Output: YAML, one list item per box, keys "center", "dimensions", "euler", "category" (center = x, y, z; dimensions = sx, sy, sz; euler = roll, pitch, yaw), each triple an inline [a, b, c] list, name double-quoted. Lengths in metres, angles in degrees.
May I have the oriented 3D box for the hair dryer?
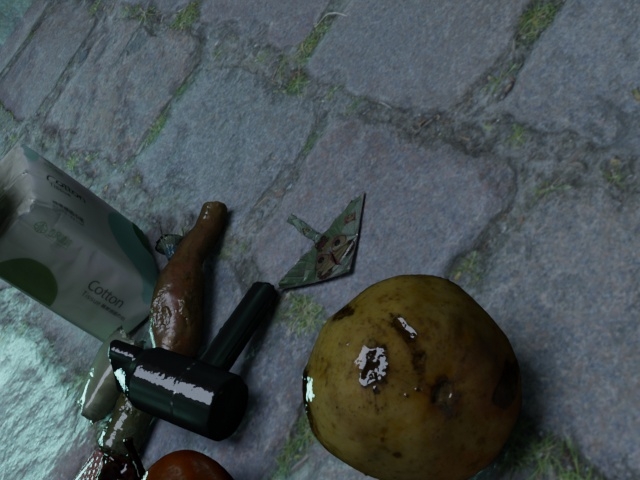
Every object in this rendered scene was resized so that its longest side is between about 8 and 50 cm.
- center: [-0.203, 0.175, 1.823]
  dimensions: [0.244, 0.116, 0.302]
  euler: [18, 56, 28]
  category: "hair dryer"

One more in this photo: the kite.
- center: [-0.001, -0.001, 1.856]
  dimensions: [0.229, 0.012, 0.250]
  euler: [-49, 36, 1]
  category: "kite"

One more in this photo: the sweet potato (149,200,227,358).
- center: [-0.255, 0.083, 1.993]
  dimensions: [0.109, 0.109, 0.385]
  euler: [-21, 46, 36]
  category: "sweet potato"

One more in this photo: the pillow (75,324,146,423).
- center: [-0.400, 0.258, 2.009]
  dimensions: [0.181, 0.078, 0.134]
  euler: [-58, 16, -4]
  category: "pillow"

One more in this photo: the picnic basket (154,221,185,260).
- center: [-0.294, 0.003, 2.131]
  dimensions: [0.083, 0.065, 0.083]
  euler: [-28, 60, 37]
  category: "picnic basket"

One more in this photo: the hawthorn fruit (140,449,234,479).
- center: [-0.208, 0.397, 1.632]
  dimensions: [0.169, 0.169, 0.188]
  euler: [-45, 45, 12]
  category: "hawthorn fruit"

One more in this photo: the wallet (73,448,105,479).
- center: [-0.395, 0.464, 1.906]
  dimensions: [0.103, 0.020, 0.196]
  euler: [-53, 36, 2]
  category: "wallet"

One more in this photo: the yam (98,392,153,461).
- center: [-0.337, 0.307, 1.923]
  dimensions: [0.078, 0.078, 0.179]
  euler: [-3, 60, 46]
  category: "yam"

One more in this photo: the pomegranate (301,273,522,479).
- center: [0.115, 0.185, 1.373]
  dimensions: [0.281, 0.281, 0.281]
  euler: [-28, 44, 30]
  category: "pomegranate"

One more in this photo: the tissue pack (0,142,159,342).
- center: [-0.499, 0.012, 2.105]
  dimensions: [0.194, 0.356, 0.266]
  euler: [-43, 37, 9]
  category: "tissue pack"

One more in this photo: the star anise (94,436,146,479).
- center: [-0.321, 0.464, 1.736]
  dimensions: [0.220, 0.126, 0.190]
  euler: [-61, 23, 29]
  category: "star anise"
